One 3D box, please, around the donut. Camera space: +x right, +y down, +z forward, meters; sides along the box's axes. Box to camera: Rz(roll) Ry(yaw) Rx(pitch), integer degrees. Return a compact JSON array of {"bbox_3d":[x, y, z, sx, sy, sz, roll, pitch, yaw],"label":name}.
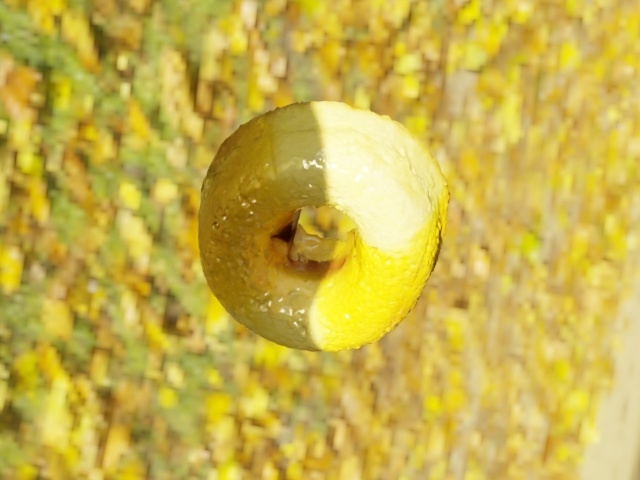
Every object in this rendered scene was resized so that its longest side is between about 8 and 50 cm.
[{"bbox_3d":[-0.001,0.000,1.264,0.190,0.174,0.075,-52,-167,41],"label":"donut"}]
